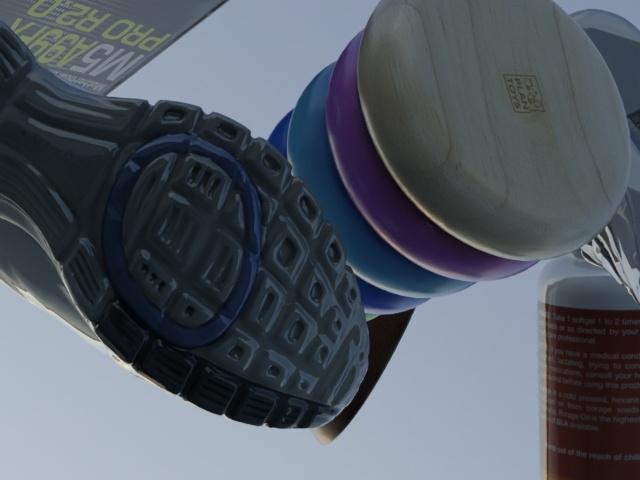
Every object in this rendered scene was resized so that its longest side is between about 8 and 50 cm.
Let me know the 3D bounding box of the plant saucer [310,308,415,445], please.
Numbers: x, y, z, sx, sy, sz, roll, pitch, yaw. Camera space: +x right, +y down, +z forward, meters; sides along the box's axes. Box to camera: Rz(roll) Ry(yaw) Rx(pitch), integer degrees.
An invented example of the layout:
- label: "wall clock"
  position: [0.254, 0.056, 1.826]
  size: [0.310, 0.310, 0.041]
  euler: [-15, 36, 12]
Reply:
- label: "plant saucer"
  position: [0.026, 0.044, 0.997]
  size: [0.029, 0.168, 0.168]
  euler: [28, -44, -7]

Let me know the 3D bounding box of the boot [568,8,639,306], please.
- label: "boot"
  position: [0.199, -0.007, 0.961]
  size: [0.123, 0.095, 0.258]
  euler: [84, -14, -63]

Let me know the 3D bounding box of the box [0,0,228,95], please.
- label: "box"
  position: [-0.174, -0.140, 0.898]
  size: [0.216, 0.270, 0.060]
  euler: [-35, -106, 18]

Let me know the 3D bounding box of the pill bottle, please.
- label: "pill bottle"
  position: [0.213, 0.076, 1.141]
  size: [0.121, 0.121, 0.216]
  euler: [3, -81, 34]

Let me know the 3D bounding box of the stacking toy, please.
- label: "stacking toy"
  position: [0.000, 0.000, 0.818]
  size: [0.141, 0.141, 0.330]
  euler: [48, -41, -5]

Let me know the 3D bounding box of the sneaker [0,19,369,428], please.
- label: "sneaker"
  position: [-0.108, -0.018, 0.702]
  size: [0.297, 0.111, 0.129]
  euler: [35, -16, -1]
